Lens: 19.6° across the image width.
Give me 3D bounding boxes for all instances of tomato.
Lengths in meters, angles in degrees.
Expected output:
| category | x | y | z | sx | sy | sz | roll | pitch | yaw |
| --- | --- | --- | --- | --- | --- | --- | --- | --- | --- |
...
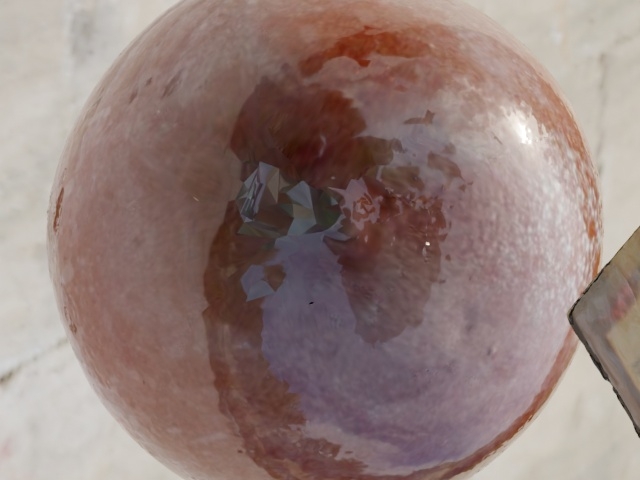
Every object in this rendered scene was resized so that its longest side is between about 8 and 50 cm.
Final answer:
| category | x | y | z | sx | sy | sz | roll | pitch | yaw |
| --- | --- | --- | --- | --- | --- | --- | --- | --- | --- |
| tomato | 0.000 | 0.000 | 0.882 | 0.227 | 0.270 | 0.270 | 49 | 59 | -84 |

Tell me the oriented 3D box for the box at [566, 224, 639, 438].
| category | x | y | z | sx | sy | sz | roll | pitch | yaw |
| --- | --- | --- | --- | --- | --- | --- | --- | --- | --- |
| box | 0.226 | 0.092 | 0.466 | 0.193 | 0.301 | 0.084 | -25 | 163 | -17 |
